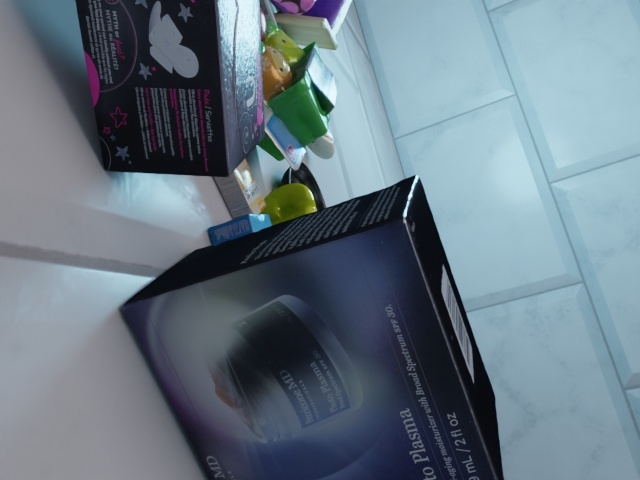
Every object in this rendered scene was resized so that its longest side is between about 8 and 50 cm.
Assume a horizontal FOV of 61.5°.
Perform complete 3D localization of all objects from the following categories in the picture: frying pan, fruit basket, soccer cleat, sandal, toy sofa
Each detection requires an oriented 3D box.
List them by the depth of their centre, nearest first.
[{"bbox_3d":[-0.013,0.061,0.871,0.138,0.126,0.317,47,31,-52],"label":"sandal"},{"bbox_3d":[-0.106,-0.332,0.919,0.353,0.165,0.327,59,22,-28],"label":"fruit basket"},{"bbox_3d":[-0.001,-0.025,1.110,0.326,0.053,0.197,55,26,-46],"label":"frying pan"},{"bbox_3d":[-0.032,-0.273,1.254,0.196,0.068,0.076,61,24,-11],"label":"soccer cleat"},{"bbox_3d":[0.017,-0.693,1.381,0.363,0.150,0.177,-67,157,-11],"label":"toy sofa"}]

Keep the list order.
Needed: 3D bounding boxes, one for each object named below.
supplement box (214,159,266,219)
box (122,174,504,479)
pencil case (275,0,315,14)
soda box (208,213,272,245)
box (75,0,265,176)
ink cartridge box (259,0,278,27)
[{"bbox_3d":[-0.124,-0.082,0.817,0.062,0.036,0.098,-65,134,-65],"label":"supplement box"},{"bbox_3d":[0.007,0.129,0.576,0.296,0.294,0.183,68,20,-12],"label":"box"},{"bbox_3d":[-0.104,-0.600,1.209,0.209,0.095,0.098,22,43,-45],"label":"pencil case"},{"bbox_3d":[-0.083,0.072,0.742,0.071,0.067,0.210,-8,81,-72],"label":"soda box"},{"bbox_3d":[-0.144,-0.209,0.569,0.163,0.142,0.247,-70,163,-63],"label":"box"},{"bbox_3d":[-0.118,-0.483,1.264,0.179,0.045,0.145,-120,-171,-85],"label":"ink cartridge box"}]
